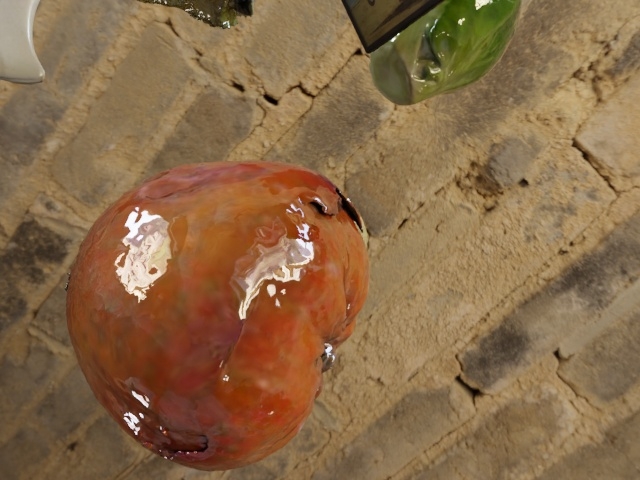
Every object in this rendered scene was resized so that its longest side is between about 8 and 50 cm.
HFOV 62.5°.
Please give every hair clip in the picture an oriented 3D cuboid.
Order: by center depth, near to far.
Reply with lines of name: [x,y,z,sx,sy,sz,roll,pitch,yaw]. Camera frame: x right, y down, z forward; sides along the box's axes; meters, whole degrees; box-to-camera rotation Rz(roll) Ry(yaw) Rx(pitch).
hair clip: [-0.447,-0.268,0.631,0.282,0.113,0.172,-1,-104,28]

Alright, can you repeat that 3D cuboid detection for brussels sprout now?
brussels sprout: [0.181,-0.329,0.807,0.210,0.219,0.271,40,-101,5]

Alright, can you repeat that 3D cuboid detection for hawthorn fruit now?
hawthorn fruit: [-0.114,0.047,0.494,0.308,0.276,0.275,20,-73,26]

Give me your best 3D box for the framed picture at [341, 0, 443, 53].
framed picture: [0.048,-0.416,0.588,0.016,0.265,0.346,-31,-79,-25]

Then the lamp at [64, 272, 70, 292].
lamp: [-0.257,0.081,0.810,0.285,0.250,0.250,5,-76,-1]

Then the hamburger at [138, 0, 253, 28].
hamburger: [-0.223,-0.437,0.722,0.309,0.132,0.211,20,-48,2]

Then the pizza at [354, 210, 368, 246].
pizza: [0.001,0.002,0.697,0.127,0.246,0.058,-44,-122,4]
